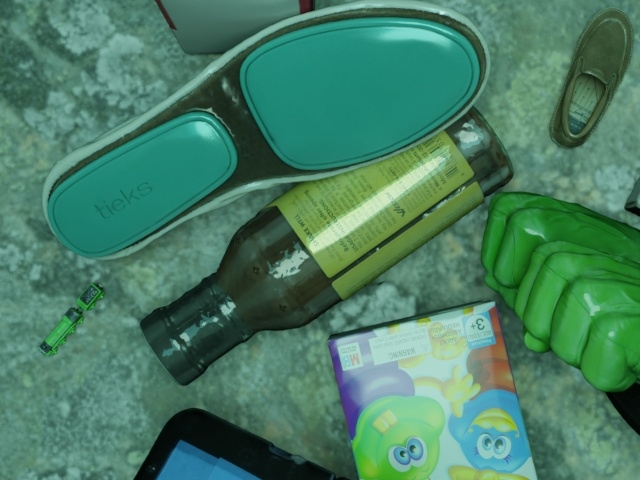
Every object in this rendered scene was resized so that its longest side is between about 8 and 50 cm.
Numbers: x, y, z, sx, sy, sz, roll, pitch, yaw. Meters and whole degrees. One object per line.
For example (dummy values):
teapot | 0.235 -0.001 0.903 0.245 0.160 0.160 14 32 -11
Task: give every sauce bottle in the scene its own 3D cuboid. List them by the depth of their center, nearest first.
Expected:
sauce bottle | 0.000 0.000 0.983 0.344 0.111 0.111 -34 87 -1

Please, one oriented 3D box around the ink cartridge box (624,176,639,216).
ink cartridge box | 0.439 -0.146 1.000 0.175 0.069 0.371 30 91 3

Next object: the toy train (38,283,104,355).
toy train | -0.228 0.073 1.030 0.017 0.024 0.083 40 89 3

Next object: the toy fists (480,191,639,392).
toy fists | 0.208 0.037 0.897 0.142 0.279 0.096 21 108 -15

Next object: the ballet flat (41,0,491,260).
ballet flat | -0.053 -0.106 0.957 0.400 0.139 0.139 -23 87 13

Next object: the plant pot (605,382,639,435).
plant pot | 0.351 0.115 0.911 0.188 0.167 0.187 31 110 4

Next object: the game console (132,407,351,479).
game console | -0.082 0.271 0.789 0.173 0.250 0.293 31 72 -7

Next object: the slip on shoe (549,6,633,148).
slip on shoe | 0.246 -0.148 1.017 0.051 0.041 0.135 27 88 3

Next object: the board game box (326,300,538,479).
board game box | 0.105 0.200 0.955 0.144 0.142 0.275 -14 87 1

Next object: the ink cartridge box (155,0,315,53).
ink cartridge box | -0.069 -0.328 0.944 0.131 0.226 0.306 1 88 1
